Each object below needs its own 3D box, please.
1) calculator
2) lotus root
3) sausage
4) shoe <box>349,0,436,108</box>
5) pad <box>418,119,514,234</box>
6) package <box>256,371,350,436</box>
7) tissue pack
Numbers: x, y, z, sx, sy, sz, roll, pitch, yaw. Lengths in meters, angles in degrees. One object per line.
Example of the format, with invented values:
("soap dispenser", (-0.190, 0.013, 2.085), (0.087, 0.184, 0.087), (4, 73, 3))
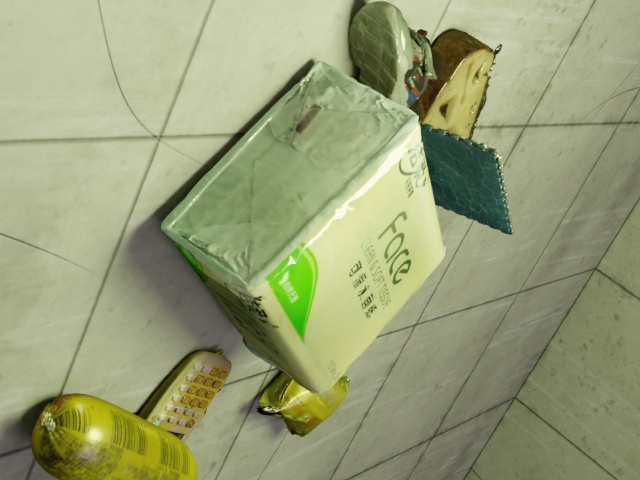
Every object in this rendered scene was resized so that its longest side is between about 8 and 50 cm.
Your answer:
("calculator", (-0.229, 0.268, 1.655), (0.236, 0.033, 0.157), (-53, 152, -1))
("lotus root", (0.195, -0.213, 1.659), (0.170, 0.074, 0.260), (-27, 146, -38))
("sausage", (-0.290, 0.306, 1.475), (0.123, 0.123, 0.347), (-49, 142, -3))
("shoe", (0.118, -0.258, 1.450), (0.125, 0.099, 0.227), (-35, 154, -16))
("pad", (0.157, -0.111, 1.524), (0.012, 0.269, 0.269), (-59, 154, -16))
("package", (-0.028, 0.287, 1.919), (0.168, 0.090, 0.226), (-44, 150, -7))
("tissue pack", (0.000, 0.000, 1.482), (0.332, 0.205, 0.405), (-48, 154, -13))
